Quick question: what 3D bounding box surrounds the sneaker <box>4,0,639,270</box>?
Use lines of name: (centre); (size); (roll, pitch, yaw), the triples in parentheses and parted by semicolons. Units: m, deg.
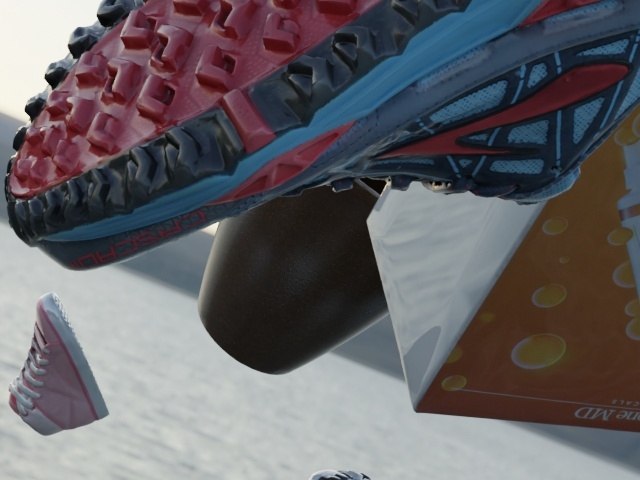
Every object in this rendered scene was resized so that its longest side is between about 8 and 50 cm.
sneaker: (0.032, -0.042, 0.494); (0.104, 0.261, 0.125); (-109, 172, -49)

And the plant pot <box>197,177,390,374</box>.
plant pot: (0.000, 0.000, 1.364); (0.215, 0.230, 0.215); (28, 28, -17)

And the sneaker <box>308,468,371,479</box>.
sneaker: (0.074, 0.282, 1.318); (0.110, 0.118, 0.292); (24, -14, 48)

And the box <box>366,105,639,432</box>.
box: (0.197, -0.055, 0.950); (0.215, 0.345, 0.168); (7, 46, -20)

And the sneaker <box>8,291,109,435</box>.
sneaker: (-0.212, 0.102, 1.232); (0.134, 0.070, 0.051); (78, -13, -44)
